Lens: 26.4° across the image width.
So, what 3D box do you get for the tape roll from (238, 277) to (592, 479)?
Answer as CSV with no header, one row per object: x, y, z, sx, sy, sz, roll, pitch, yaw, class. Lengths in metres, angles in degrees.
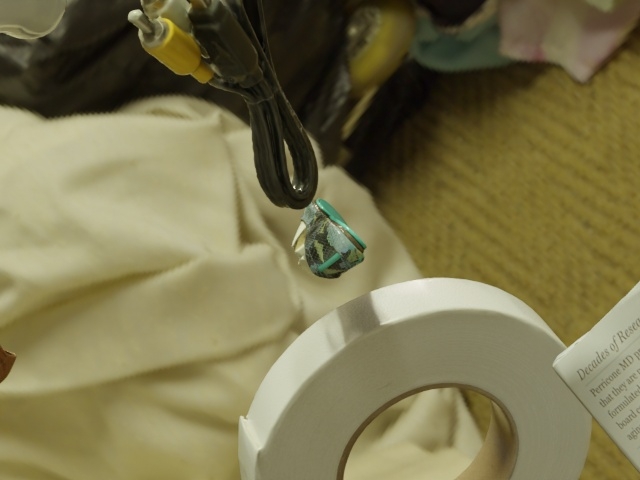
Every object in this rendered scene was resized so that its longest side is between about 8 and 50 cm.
0.105,0.224,1.478,0.392,0.392,0.072,-46,32,8,tape roll

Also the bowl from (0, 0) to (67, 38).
-0.262,-0.211,0.686,0.134,0.298,0.298,-33,36,-22,bowl

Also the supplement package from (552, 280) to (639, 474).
0.249,-0.005,0.473,0.145,0.204,0.262,52,136,16,supplement package

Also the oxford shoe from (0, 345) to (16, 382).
-0.463,0.115,1.730,0.076,0.212,0.076,30,75,38,oxford shoe

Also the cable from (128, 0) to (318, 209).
-0.076,-0.153,1.233,0.072,0.287,0.139,2,54,28,cable

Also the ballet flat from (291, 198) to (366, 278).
0.000,0.000,1.367,0.070,0.070,0.188,-50,7,3,ballet flat
